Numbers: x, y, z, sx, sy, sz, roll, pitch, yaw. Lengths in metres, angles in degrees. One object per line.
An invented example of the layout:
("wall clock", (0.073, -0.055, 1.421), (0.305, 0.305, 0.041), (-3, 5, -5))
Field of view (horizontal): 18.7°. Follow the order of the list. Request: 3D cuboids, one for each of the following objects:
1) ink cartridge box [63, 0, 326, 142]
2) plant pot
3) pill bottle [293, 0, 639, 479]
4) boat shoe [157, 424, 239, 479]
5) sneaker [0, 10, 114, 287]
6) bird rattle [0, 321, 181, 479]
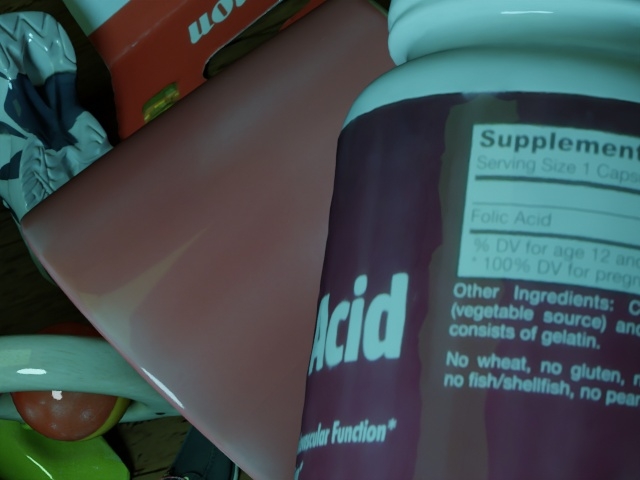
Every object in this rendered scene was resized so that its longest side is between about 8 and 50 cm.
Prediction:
("ink cartridge box", (-0.101, -0.283, 1.552), (0.308, 0.091, 0.385), (-36, 44, 23))
("plant pot", (0.000, 0.000, 1.172), (0.243, 0.275, 0.275), (-45, 42, -1))
("pill bottle", (0.109, 0.039, 0.948), (0.224, 0.224, 0.392), (-6, 70, 42))
("boat shoe", (-0.091, 0.175, 1.297), (0.049, 0.042, 0.133), (-2, 64, 46))
("sneaker", (-0.236, -0.048, 1.548), (0.153, 0.094, 0.235), (-44, 64, 52))
("bird rattle", (-0.196, 0.088, 1.301), (0.207, 0.253, 0.143), (-10, 63, 28))
